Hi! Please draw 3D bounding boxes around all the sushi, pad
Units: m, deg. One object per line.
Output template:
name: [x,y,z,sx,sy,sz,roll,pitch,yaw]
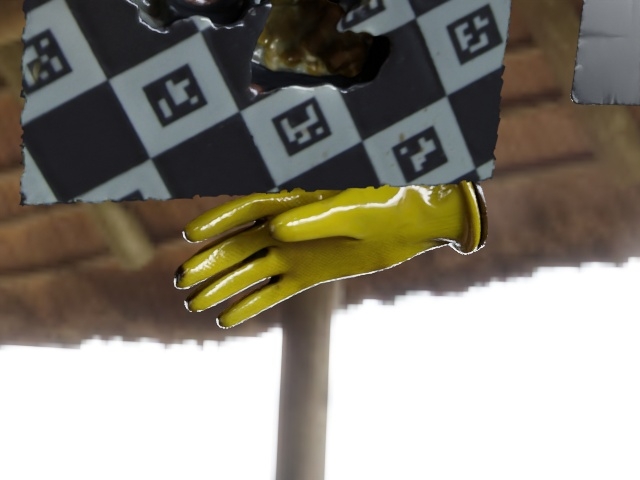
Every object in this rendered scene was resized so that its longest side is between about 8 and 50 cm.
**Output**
sushi: [-0.027,-0.162,0.963,0.292,0.294,0.059,-5,32,-18]
pad: [0.263,-0.164,1.391,0.157,0.112,0.003,-2,14,-37]

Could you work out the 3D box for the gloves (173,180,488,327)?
gloves: [0.000,0.001,1.621,0.294,0.133,0.116,-19,30,-17]
